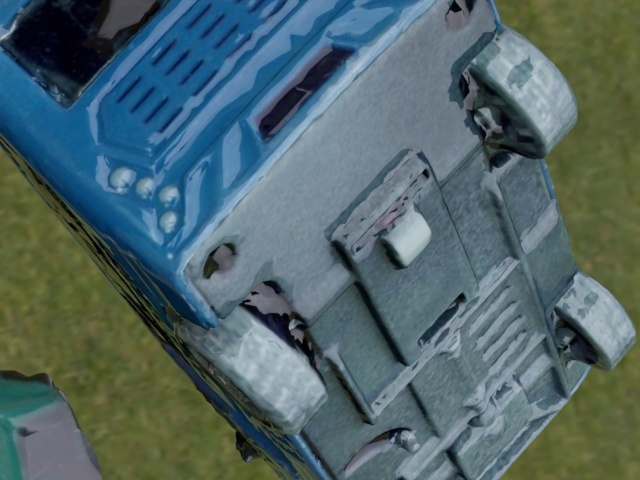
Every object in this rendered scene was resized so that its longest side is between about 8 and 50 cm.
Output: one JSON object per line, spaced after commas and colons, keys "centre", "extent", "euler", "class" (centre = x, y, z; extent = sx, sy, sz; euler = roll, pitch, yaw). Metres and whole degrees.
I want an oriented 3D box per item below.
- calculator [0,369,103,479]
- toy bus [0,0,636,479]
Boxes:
{"centre": [-0.191, 0.191, 0.881], "extent": [0.058, 0.248, 0.274], "euler": [-19, 104, -50], "class": "calculator"}
{"centre": [0.000, 0.000, 0.551], "extent": [0.113, 0.134, 0.246], "euler": [-47, 152, -10], "class": "toy bus"}
